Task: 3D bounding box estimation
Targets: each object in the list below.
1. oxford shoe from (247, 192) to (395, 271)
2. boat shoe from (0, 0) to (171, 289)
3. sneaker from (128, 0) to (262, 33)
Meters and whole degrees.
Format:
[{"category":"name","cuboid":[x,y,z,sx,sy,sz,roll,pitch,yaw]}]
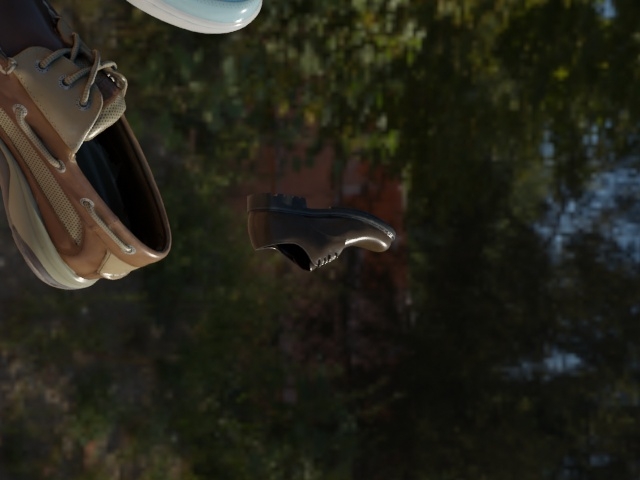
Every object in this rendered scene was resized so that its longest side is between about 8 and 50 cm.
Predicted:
[{"category":"oxford shoe","cuboid":[0.000,0.000,1.858,0.083,0.227,0.096,-19,-113,59]},{"category":"boat shoe","cuboid":[-0.200,-0.110,1.045,0.123,0.116,0.324,-64,141,-48]},{"category":"sneaker","cuboid":[-0.143,-0.326,1.252,0.208,0.319,0.127,-18,-141,55]}]
